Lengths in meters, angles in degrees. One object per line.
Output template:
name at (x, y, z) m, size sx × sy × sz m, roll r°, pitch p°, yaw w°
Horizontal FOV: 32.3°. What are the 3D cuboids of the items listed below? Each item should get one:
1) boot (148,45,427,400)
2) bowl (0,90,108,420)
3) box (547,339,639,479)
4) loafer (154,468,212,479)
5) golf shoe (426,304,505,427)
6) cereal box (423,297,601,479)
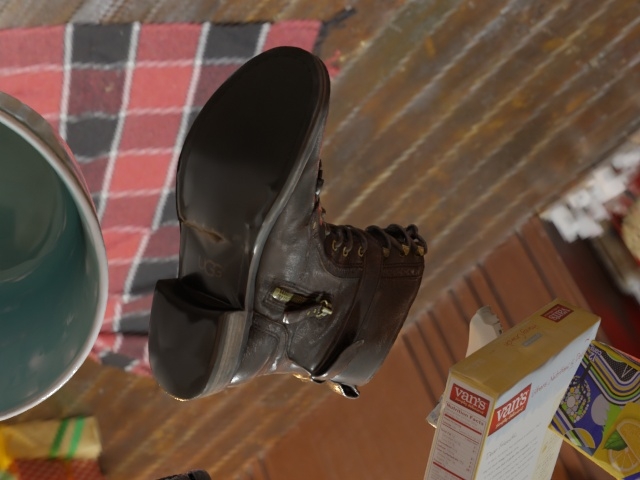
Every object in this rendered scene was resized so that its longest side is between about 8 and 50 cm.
boot at (0.000, 0.000, 0.781) m, size 0.229 × 0.091 × 0.263 m, roll 0°, pitch 116°, yaw -50°
bowl at (-0.319, -0.014, 0.937) m, size 0.311 × 0.163 × 0.311 m, roll 1°, pitch 116°, yaw 2°
box at (0.192, 0.112, 0.550) m, size 0.054 × 0.169 × 0.059 m, roll 23°, pitch 96°, yaw -31°
loafer at (-0.153, 0.370, 1.287) m, size 0.095 × 0.302 × 0.109 m, roll 0°, pitch 108°, yaw -17°
golf shoe at (0.140, 0.148, 1.019) m, size 0.086 × 0.069 × 0.176 m, roll -7°, pitch 106°, yaw -5°
cereal box at (0.137, 0.178, 0.868) m, size 0.173 × 0.047 × 0.240 m, roll -23°, pitch 130°, yaw -49°
